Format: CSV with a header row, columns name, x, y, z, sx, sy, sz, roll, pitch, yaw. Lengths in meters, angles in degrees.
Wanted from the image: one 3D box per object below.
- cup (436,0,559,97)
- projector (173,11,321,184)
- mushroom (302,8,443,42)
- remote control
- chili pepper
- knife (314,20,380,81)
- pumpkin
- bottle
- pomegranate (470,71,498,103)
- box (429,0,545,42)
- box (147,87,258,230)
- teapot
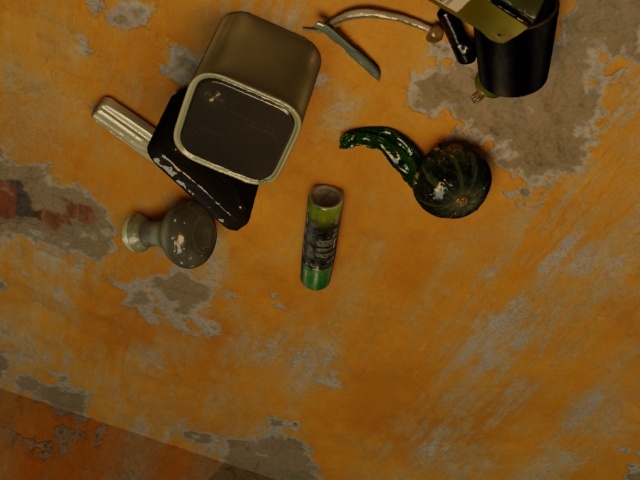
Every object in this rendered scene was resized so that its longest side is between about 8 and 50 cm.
name,x,y,z,sx,sy,sz,roll,pitch,yaw
cup,0.367,-0.419,1.705,0.166,0.239,0.177,-31,141,-13
projector,-0.156,-0.310,1.854,0.248,0.249,0.249,22,136,-8
mushroom,0.108,-0.457,1.786,0.306,0.043,0.068,8,118,10
remote control,-0.467,-0.268,2.128,0.230,0.049,0.090,35,136,-23
chili pepper,0.181,-0.188,2.027,0.278,0.065,0.122,35,142,-19
knife,0.065,-0.412,1.834,0.210,0.015,0.028,33,138,-32
pumpkin,0.307,-0.136,1.977,0.190,0.146,0.190,-24,143,-19
bottle,0.000,0.000,2.250,0.093,0.093,0.330,11,137,4
pomegranate,0.363,-0.330,1.811,0.073,0.085,0.073,15,177,1
box,0.239,-0.583,1.333,0.372,0.421,0.138,27,171,-9
box,-0.260,-0.193,1.980,0.073,0.289,0.290,-32,118,28
teapot,-0.413,-0.019,2.302,0.250,0.184,0.184,2,138,31
